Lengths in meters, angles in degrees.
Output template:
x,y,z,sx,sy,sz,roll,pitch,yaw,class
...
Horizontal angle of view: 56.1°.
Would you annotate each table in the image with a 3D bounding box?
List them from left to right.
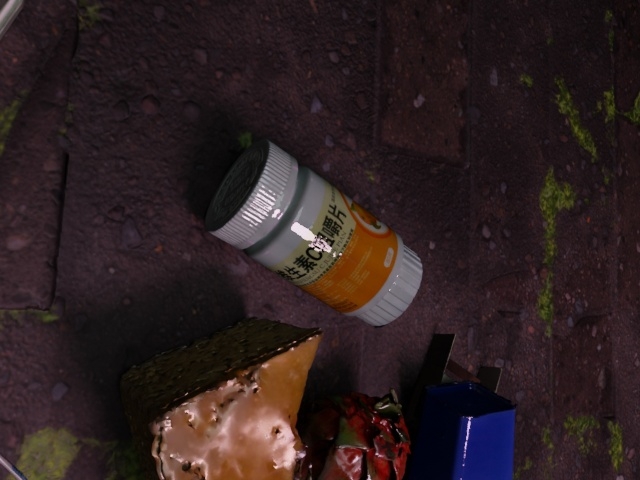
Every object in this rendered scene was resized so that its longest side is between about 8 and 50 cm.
x,y,z,sx,sy,sz,roll,pitch,yaw,class
0.246,0.281,1.102,0.146,0.062,0.175,35,65,-26,table

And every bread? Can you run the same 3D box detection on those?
x,y,z,sx,sy,sz,roll,pitch,yaw,class
-0.093,0.276,0.774,0.279,0.248,0.315,-32,107,-29,bread

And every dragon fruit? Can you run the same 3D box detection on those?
x,y,z,sx,sy,sz,roll,pitch,yaw,class
0.040,0.312,0.900,0.188,0.182,0.182,-3,87,5,dragon fruit

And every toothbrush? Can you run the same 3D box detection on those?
x,y,z,sx,sy,sz,roll,pitch,yaw,class
-0.368,0.288,0.727,0.017,0.014,0.162,-41,108,-14,toothbrush

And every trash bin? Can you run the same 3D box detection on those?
x,y,z,sx,sy,sz,roll,pitch,yaw,class
0.225,0.367,0.992,0.184,0.162,0.235,0,101,-27,trash bin

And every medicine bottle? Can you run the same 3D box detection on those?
x,y,z,sx,sy,sz,roll,pitch,yaw,class
0.000,0.000,0.905,0.318,0.158,0.158,34,69,-27,medicine bottle

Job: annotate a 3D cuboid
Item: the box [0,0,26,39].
x,y,z,sx,sy,sz,roll,pitch,yaw,class
-0.442,-0.238,0.620,0.175,0.182,0.312,32,70,-27,box
